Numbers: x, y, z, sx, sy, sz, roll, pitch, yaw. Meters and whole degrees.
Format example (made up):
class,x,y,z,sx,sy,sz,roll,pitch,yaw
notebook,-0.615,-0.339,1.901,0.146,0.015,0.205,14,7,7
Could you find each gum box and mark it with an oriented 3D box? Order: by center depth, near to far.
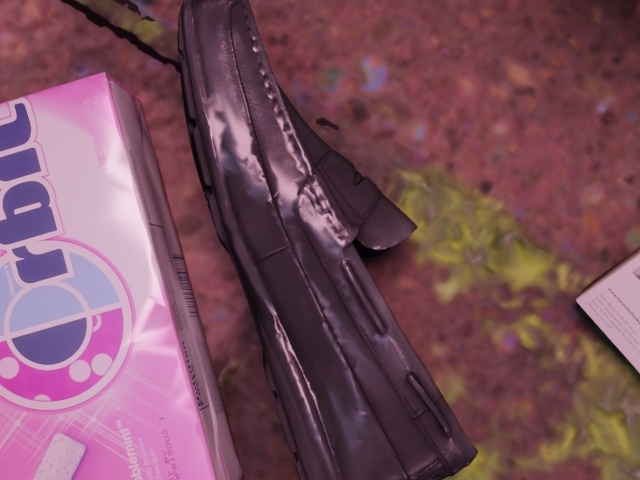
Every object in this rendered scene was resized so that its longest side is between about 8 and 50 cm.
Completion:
class,x,y,z,sx,sy,sz,roll,pitch,yaw
gum box,-0.108,0.038,0.467,0.107,0.062,0.188,-16,85,4

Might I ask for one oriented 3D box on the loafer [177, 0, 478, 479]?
class,x,y,z,sx,sy,sz,roll,pitch,yaw
loafer,0.000,0.000,0.459,0.078,0.076,0.223,-19,89,-2

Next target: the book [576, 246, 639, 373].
class,x,y,z,sx,sy,sz,roll,pitch,yaw
book,0.182,0.018,0.423,0.096,0.035,0.144,50,127,5
